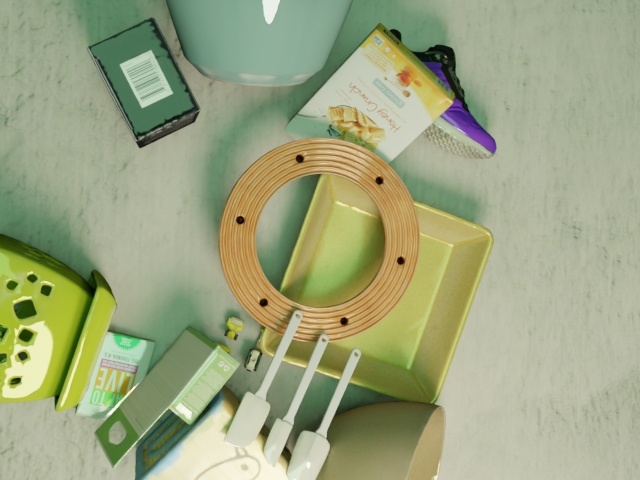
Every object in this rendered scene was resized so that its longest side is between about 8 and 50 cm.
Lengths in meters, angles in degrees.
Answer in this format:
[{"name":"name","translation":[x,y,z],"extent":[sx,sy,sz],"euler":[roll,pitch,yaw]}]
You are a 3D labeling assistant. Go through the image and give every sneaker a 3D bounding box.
[{"name":"sneaker","translation":[0.206,-0.261,1.393],"extent":[0.293,0.102,0.146],"euler":[33,86,-11]}]

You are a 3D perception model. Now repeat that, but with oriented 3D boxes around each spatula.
[{"name":"spatula","translation":[-0.032,0.245,1.264],"extent":[0.168,0.019,0.242],"euler":[33,62,-13]}]

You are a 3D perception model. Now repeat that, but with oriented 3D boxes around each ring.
[{"name":"ring","translation":[0.000,0.000,1.321],"extent":[0.336,0.032,0.337],"euler":[-1,94,-13]}]

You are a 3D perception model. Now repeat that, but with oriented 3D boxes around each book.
[{"name":"book","translation":[-0.343,0.228,1.344],"extent":[0.096,0.035,0.144],"euler":[15,89,-17]}]

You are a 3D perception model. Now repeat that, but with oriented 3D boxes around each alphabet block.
[{"name":"alphabet block","translation":[-0.166,0.366,1.304],"extent":[0.192,0.193,0.197],"euler":[-44,101,-5]}]

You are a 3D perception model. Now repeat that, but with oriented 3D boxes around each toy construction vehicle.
[{"name":"toy construction vehicle","translation":[-0.141,0.184,1.384],"extent":[0.085,0.035,0.098],"euler":[19,87,-1]}]

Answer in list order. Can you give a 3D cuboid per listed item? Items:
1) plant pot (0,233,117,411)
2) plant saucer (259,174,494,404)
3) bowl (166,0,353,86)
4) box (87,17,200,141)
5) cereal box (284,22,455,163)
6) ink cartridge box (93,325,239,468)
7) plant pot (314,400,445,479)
[{"name":"plant pot","translation":[-0.439,0.128,1.224],"extent":[0.207,0.228,0.227],"euler":[19,89,-19]},{"name":"plant saucer","translation":[0.094,0.083,1.400],"extent":[0.332,0.081,0.333],"euler":[20,89,-13]},{"name":"bowl","translation":[-0.100,-0.337,1.250],"extent":[0.311,0.311,0.163],"euler":[1,112,-12]},{"name":"box","translation":[-0.269,-0.236,1.242],"extent":[0.108,0.207,0.153],"euler":[-28,97,-9]},{"name":"cereal box","translation":[0.078,-0.213,1.333],"extent":[0.173,0.047,0.240],"euler":[40,121,-10]},{"name":"ink cartridge box","translation":[-0.247,0.252,1.276],"extent":[0.056,0.171,0.235],"euler":[44,77,-23]},{"name":"plant pot","translation":[0.077,0.389,1.341],"extent":[0.190,0.284,0.284],"euler":[13,90,20]}]
